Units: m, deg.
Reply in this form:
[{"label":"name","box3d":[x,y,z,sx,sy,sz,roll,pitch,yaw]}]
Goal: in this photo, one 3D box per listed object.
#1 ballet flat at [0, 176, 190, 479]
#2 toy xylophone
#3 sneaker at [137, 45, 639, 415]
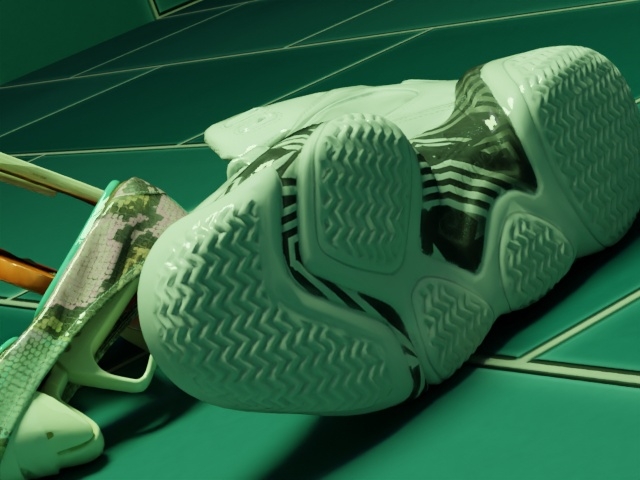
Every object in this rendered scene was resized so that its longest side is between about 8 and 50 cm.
[{"label":"ballet flat","box3d":[-0.131,0.066,1.023,0.221,0.079,0.077,-56,-11,-21]},{"label":"toy xylophone","box3d":[-0.229,-0.022,1.169,0.322,0.081,0.236,20,-2,-14]},{"label":"sneaker","box3d":[0.000,0.000,1.019,0.210,0.137,0.366,-10,11,42]}]
